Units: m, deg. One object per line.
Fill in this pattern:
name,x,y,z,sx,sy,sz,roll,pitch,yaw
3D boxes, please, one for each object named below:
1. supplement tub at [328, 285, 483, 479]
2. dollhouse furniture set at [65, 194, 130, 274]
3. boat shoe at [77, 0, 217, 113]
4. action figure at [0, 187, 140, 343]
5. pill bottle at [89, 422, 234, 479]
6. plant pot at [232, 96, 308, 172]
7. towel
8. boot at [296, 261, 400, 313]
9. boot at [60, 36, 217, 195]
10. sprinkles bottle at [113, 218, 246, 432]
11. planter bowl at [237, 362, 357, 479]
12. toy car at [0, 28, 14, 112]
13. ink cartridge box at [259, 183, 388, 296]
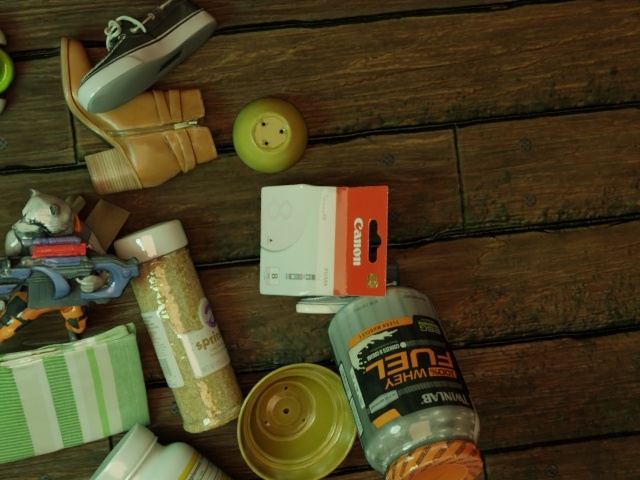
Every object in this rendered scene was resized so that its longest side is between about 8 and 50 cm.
supplement tub,0.140,0.249,1.552,0.194,0.193,0.316,-18,54,-2
dollhouse furniture set,-0.437,0.007,1.653,0.144,0.123,0.151,25,127,-5
boat shoe,-0.298,-0.316,1.539,0.105,0.113,0.306,43,56,2
action figure,-0.482,0.061,1.510,0.341,0.178,0.330,4,125,-30
pill bottle,-0.224,0.467,1.607,0.334,0.188,0.188,40,91,-5
plant pot,-0.086,-0.181,1.626,0.134,0.095,0.134,0,95,-3
towel,-0.455,0.263,1.575,0.325,0.038,0.248,-13,131,-17
boot,0.049,0.083,1.675,0.190,0.069,0.086,-3,87,-11
boot,-0.310,-0.231,1.607,0.220,0.109,0.283,-18,86,-9
sprinkles bottle,-0.238,0.146,1.629,0.121,0.121,0.355,-20,96,-2
planter bowl,-0.049,0.309,1.658,0.217,0.090,0.217,-3,99,-17
toy car,-0.604,-0.285,1.565,0.182,0.136,0.159,3,94,-4
ink cartridge box,0.000,0.000,1.591,0.066,0.232,0.189,4,86,-48
